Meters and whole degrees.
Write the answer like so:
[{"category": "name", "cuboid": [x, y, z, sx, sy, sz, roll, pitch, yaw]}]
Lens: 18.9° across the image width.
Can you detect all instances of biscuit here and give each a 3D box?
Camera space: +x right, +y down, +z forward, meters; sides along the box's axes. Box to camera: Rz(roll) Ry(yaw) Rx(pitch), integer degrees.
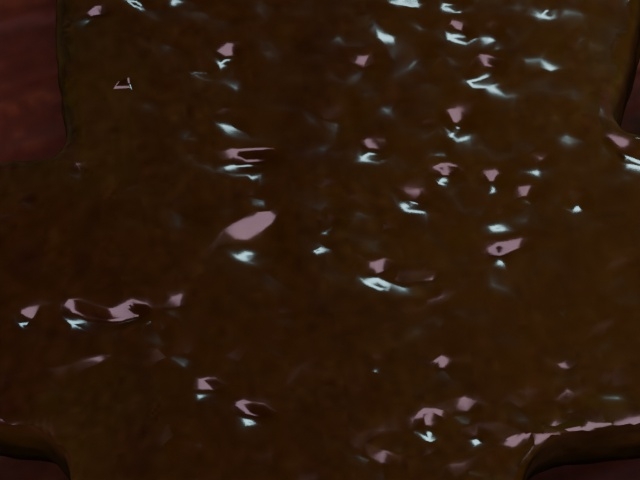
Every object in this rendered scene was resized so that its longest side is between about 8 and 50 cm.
[{"category": "biscuit", "cuboid": [0.001, 0.001, 0.568, 0.283, 0.064, 0.432, -2, 64, 4]}]
